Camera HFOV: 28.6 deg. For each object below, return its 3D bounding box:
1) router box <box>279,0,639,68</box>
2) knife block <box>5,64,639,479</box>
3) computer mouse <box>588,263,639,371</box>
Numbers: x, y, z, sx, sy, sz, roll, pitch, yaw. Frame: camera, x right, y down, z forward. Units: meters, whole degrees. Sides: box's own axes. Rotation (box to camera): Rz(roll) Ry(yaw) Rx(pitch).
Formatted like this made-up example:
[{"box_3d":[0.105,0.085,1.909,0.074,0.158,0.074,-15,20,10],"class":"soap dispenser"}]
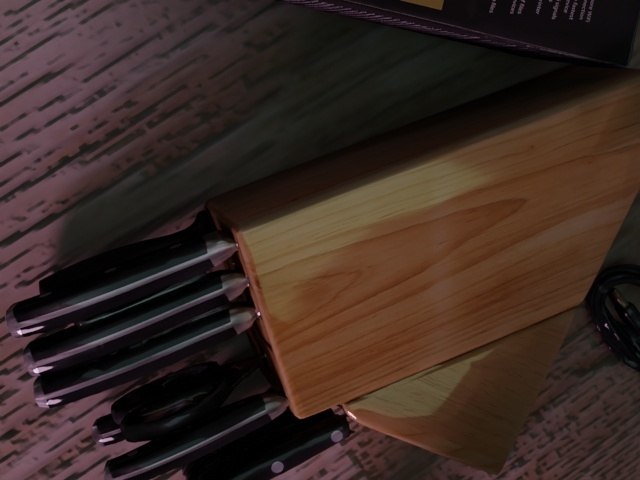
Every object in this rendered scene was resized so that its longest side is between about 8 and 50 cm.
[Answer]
[{"box_3d":[0.052,-0.250,0.551,0.243,0.081,0.309,9,98,-24],"class":"router box"},{"box_3d":[0.000,0.000,0.592,0.242,0.088,0.276,25,93,-19],"class":"knife block"},{"box_3d":[0.221,0.113,0.703,0.071,0.041,0.242,-24,104,26],"class":"computer mouse"}]
